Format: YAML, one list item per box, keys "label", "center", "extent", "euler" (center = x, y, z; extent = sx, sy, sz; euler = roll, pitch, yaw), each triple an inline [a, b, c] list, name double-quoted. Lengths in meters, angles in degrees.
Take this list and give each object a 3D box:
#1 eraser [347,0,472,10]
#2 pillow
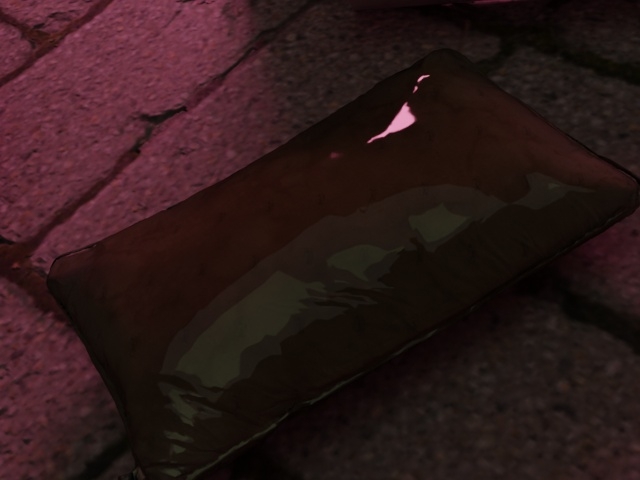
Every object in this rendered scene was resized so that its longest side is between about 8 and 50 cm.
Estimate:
- label: "eraser"
  center: [0.158, -0.212, 0.621]
  extent: [0.298, 0.078, 0.076]
  euler: [-1, 85, 16]
- label: "pillow"
  center: [0.000, 0.000, 0.509]
  extent: [0.303, 0.074, 0.185]
  euler: [-31, 48, -11]
